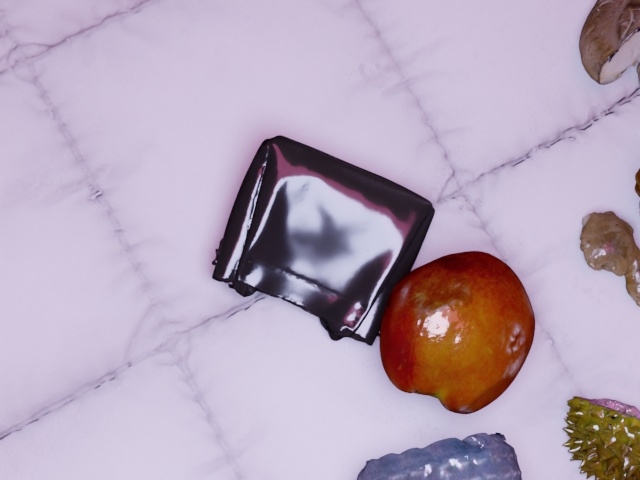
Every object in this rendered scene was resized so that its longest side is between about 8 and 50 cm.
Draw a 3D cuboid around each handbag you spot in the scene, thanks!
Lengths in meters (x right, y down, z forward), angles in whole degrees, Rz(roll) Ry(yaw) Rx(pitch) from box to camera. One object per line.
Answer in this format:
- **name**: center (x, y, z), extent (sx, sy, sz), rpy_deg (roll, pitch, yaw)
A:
- **handbag**: center (0.000, 0.000, 1.897), extent (0.285, 0.113, 0.257), rpy_deg (24, 81, -6)

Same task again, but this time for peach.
- **peach**: center (0.191, 0.124, 1.828), extent (0.244, 0.199, 0.243), rpy_deg (-5, 99, -33)

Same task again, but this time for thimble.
- **thimble**: center (0.172, 0.368, 1.783), extent (0.236, 0.205, 0.172), rpy_deg (-18, 72, 16)

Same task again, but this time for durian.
- **durian**: center (0.481, 0.305, 1.848), extent (0.261, 0.186, 0.153), rpy_deg (10, 69, 11)

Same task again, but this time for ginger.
- **ginger**: center (0.454, 0.029, 1.950), extent (0.096, 0.067, 0.165), rpy_deg (-23, 79, -32)

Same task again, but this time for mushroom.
- **mushroom**: center (0.529, -0.359, 2.034), extent (0.286, 0.156, 0.151), rpy_deg (-24, 52, -11)

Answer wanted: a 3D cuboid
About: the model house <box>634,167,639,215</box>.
- **model house**: center (0.593, -0.053, 1.914), extent (0.220, 0.199, 0.229), rpy_deg (0, 68, 21)
